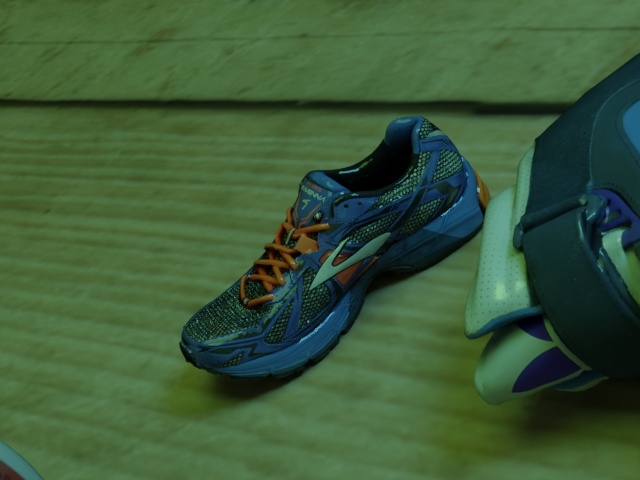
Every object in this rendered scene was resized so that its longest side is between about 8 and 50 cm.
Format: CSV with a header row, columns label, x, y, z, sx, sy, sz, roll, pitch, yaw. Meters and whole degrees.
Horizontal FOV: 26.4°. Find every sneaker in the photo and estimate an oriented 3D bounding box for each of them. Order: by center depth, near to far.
label,x,y,z,sx,sy,sz,roll,pitch,yaw
sneaker,0.184,0.026,0.642,0.236,0.130,0.323,-45,29,11
sneaker,0.000,0.000,0.841,0.221,0.087,0.083,-39,36,-15

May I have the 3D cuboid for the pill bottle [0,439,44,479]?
label,x,y,z,sx,sy,sz,roll,pitch,yaw
pill bottle,-0.224,0.252,0.555,0.210,0.210,0.363,-19,33,12
